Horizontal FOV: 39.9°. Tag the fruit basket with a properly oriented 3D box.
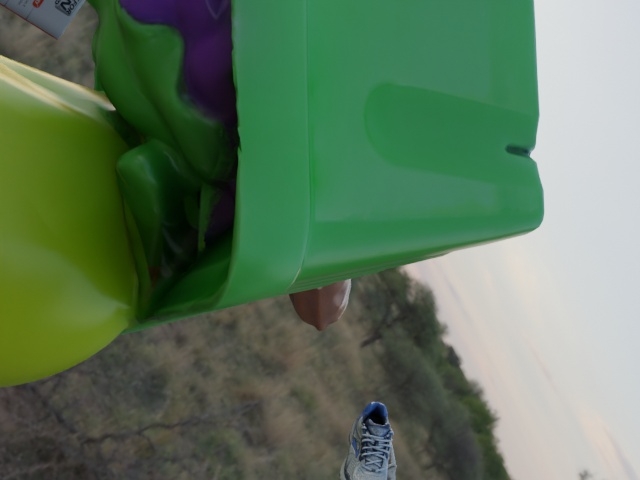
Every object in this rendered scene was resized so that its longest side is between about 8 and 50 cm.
[{"bbox_3d":[-0.117,-0.056,0.468,0.392,0.392,0.283,51,38,-79],"label":"fruit basket"}]

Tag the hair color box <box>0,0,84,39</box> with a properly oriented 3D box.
[{"bbox_3d":[-0.230,-0.213,0.625,0.141,0.072,0.043,31,11,-40],"label":"hair color box"}]

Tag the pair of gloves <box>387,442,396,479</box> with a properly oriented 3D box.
[{"bbox_3d":[0.114,0.440,1.437,0.204,0.042,0.240,86,-3,-49],"label":"pair of gloves"}]

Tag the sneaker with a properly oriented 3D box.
[{"bbox_3d":[0.053,0.226,0.958,0.135,0.052,0.058,-87,-165,-61],"label":"sneaker"}]

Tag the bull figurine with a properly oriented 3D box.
[{"bbox_3d":[0.000,0.000,1.177,0.310,0.101,0.188,101,-11,-57],"label":"bull figurine"}]
